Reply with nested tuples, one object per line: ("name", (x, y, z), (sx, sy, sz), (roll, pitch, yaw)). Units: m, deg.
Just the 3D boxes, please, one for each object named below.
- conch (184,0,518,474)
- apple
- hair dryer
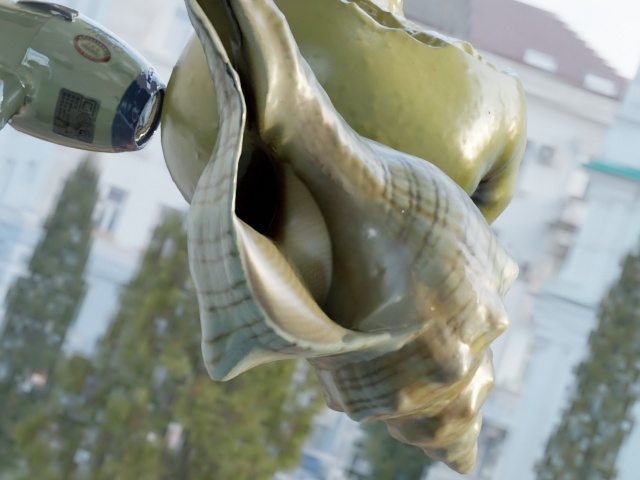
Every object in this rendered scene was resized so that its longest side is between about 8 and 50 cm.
("conch", (-0.008, 0.005, 1.092), (0.386, 0.203, 0.169), (48, -42, -16))
("apple", (0.014, -0.089, 1.358), (0.279, 0.279, 0.279), (19, -7, 2))
("hair dryer", (-0.314, -0.148, 1.455), (0.296, 0.119, 0.298), (35, 31, 30))
